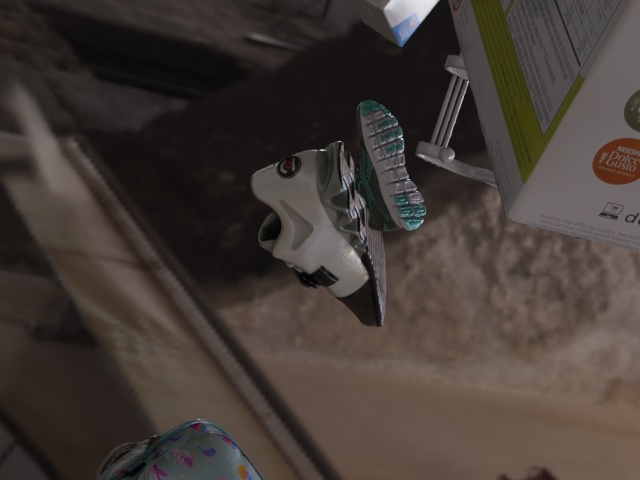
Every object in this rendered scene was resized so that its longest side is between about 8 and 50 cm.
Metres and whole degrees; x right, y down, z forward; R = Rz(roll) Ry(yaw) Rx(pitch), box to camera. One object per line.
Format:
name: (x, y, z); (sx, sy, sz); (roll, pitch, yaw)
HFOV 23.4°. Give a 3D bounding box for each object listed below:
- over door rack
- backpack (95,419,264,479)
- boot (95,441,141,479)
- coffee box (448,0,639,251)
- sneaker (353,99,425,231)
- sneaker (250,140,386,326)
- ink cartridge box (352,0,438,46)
over door rack: (0.279, -0.157, 1.865); (0.108, 0.324, 0.239); (14, -97, 50)
backpack: (-0.128, 0.261, 1.484); (0.144, 0.188, 0.166); (-37, -89, 30)
boot: (-0.121, 0.399, 2.057); (0.138, 0.377, 0.284); (-51, -173, -14)
coffee box: (0.351, -0.211, 1.384); (0.338, 0.338, 0.334); (-97, -155, -47)
sneaker: (0.065, -0.085, 1.866); (0.076, 0.065, 0.166); (-20, -98, 43)
sneaker: (0.000, 0.000, 2.046); (0.146, 0.330, 0.122); (-10, -134, 13)
ink cartridge box: (0.144, -0.406, 2.201); (0.078, 0.134, 0.231); (36, -95, 22)
